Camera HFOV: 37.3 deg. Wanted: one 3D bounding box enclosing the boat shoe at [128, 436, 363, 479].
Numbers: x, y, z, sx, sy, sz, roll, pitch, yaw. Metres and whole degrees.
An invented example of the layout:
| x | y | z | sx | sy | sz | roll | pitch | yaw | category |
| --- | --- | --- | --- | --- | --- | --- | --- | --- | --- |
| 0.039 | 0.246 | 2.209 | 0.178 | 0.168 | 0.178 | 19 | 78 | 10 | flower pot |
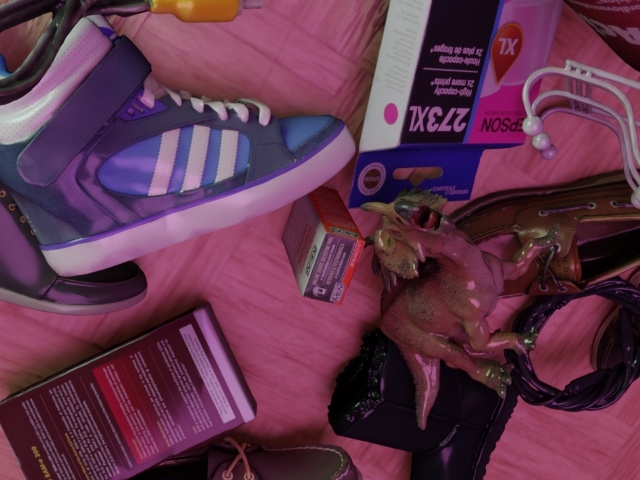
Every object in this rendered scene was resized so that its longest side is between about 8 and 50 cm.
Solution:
| x | y | z | sx | sy | sz | roll | pitch | yaw | category |
| --- | --- | --- | --- | --- | --- | --- | --- | --- | --- |
| -0.117 | 0.277 | 1.056 | 0.324 | 0.116 | 0.097 | -12 | 116 | 2 | boat shoe |

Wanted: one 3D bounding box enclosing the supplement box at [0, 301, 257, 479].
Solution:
| x | y | z | sx | sy | sz | roll | pitch | yaw | category |
| --- | --- | --- | --- | --- | --- | --- | --- | --- | --- |
| -0.200 | 0.174 | 0.993 | 0.239 | 0.073 | 0.130 | -25 | 93 | -2 | supplement box |

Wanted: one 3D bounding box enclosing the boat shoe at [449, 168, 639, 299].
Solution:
| x | y | z | sx | sy | sz | roll | pitch | yaw | category |
| --- | --- | --- | --- | --- | --- | --- | --- | --- | --- |
| 0.250 | 0.003 | 1.028 | 0.307 | 0.104 | 0.111 | -21 | 120 | -2 | boat shoe |

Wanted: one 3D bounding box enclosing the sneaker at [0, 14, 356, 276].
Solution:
| x | y | z | sx | sy | sz | roll | pitch | yaw | category |
| --- | --- | --- | --- | --- | --- | --- | --- | --- | --- |
| -0.140 | -0.128 | 0.863 | 0.322 | 0.130 | 0.236 | -22 | 107 | -15 | sneaker |

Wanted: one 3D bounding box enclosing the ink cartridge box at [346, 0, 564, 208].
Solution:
| x | y | z | sx | sy | sz | roll | pitch | yaw | category |
| --- | --- | --- | --- | --- | --- | --- | --- | --- | --- |
| 0.143 | -0.195 | 0.908 | 0.175 | 0.069 | 0.371 | -5 | 119 | -36 | ink cartridge box |

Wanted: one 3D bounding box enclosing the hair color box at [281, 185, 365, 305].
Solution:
| x | y | z | sx | sy | sz | roll | pitch | yaw | category |
| --- | --- | --- | --- | --- | --- | --- | --- | --- | --- |
| 0.000 | 0.000 | 0.945 | 0.043 | 0.141 | 0.072 | 14 | 110 | -16 | hair color box |

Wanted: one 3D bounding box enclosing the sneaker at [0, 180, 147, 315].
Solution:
| x | y | z | sx | sy | sz | roll | pitch | yaw | category |
| --- | --- | --- | --- | --- | --- | --- | --- | --- | --- |
| -0.269 | -0.003 | 0.912 | 0.222 | 0.083 | 0.118 | 10 | 111 | -17 | sneaker |

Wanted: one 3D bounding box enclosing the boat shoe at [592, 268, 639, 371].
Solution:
| x | y | z | sx | sy | sz | roll | pitch | yaw | category |
| --- | --- | --- | --- | --- | --- | --- | --- | --- | --- |
| 0.373 | 0.106 | 1.137 | 0.056 | 0.049 | 0.152 | 10 | 111 | -17 | boat shoe |

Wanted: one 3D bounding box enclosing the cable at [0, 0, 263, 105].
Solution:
| x | y | z | sx | sy | sz | roll | pitch | yaw | category |
| --- | --- | --- | --- | --- | --- | --- | --- | --- | --- |
| -0.179 | -0.213 | 0.775 | 0.287 | 0.072 | 0.139 | -32 | 98 | -38 | cable |

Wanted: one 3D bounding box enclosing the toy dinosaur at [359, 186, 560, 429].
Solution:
| x | y | z | sx | sy | sz | roll | pitch | yaw | category |
| --- | --- | --- | --- | --- | --- | --- | --- | --- | --- |
| 0.109 | 0.055 | 0.951 | 0.200 | 0.127 | 0.296 | 18 | 131 | -3 | toy dinosaur |

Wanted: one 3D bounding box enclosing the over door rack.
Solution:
| x | y | z | sx | sy | sz | roll | pitch | yaw | category |
| --- | --- | --- | --- | --- | --- | --- | --- | --- | --- |
| 0.352 | -0.079 | 0.870 | 0.324 | 0.239 | 0.108 | 9 | 92 | 16 | over door rack |

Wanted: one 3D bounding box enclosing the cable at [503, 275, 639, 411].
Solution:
| x | y | z | sx | sy | sz | roll | pitch | yaw | category |
| --- | --- | --- | --- | --- | --- | --- | --- | --- | --- |
| 0.300 | 0.121 | 1.097 | 0.150 | 0.047 | 0.184 | 40 | 84 | -2 | cable |

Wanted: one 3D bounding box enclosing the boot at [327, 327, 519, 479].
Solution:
| x | y | z | sx | sy | sz | roll | pitch | yaw | category |
| --- | --- | --- | --- | --- | --- | --- | --- | --- | --- |
| 0.096 | 0.231 | 1.100 | 0.207 | 0.094 | 0.246 | 17 | 102 | -24 | boot |

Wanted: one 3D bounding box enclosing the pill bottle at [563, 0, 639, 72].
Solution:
| x | y | z | sx | sy | sz | roll | pitch | yaw | category |
| --- | --- | --- | --- | --- | --- | --- | --- | --- | --- |
| 0.306 | -0.263 | 0.795 | 0.392 | 0.224 | 0.224 | 21 | 109 | -47 | pill bottle |
